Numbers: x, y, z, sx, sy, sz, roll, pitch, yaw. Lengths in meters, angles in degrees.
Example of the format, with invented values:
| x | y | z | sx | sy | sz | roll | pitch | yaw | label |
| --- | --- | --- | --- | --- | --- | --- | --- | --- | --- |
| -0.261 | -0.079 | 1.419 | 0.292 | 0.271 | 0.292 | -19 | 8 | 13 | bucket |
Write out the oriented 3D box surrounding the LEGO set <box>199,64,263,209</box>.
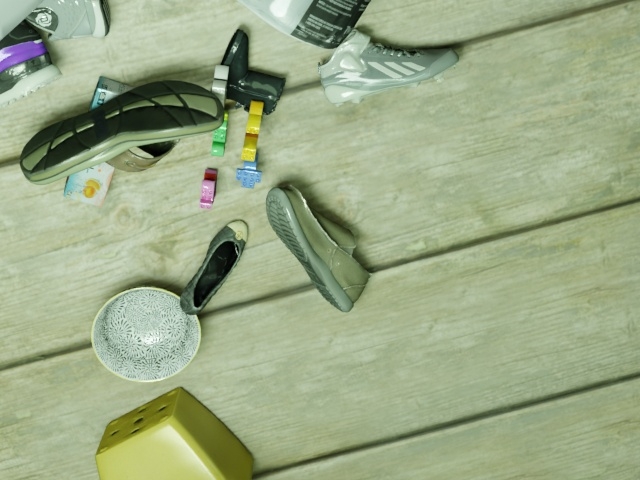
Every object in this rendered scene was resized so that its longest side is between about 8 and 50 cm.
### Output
| x | y | z | sx | sy | sz | roll | pitch | yaw | label |
| --- | --- | --- | --- | --- | --- | --- | --- | --- | --- |
| -0.127 | -0.132 | 1.922 | 0.087 | 0.093 | 0.227 | 7 | 125 | -2 | LEGO set |

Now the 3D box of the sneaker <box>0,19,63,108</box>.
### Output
| x | y | z | sx | sy | sz | roll | pitch | yaw | label |
| --- | --- | --- | --- | --- | --- | --- | --- | --- | --- |
| -0.524 | -0.236 | 1.857 | 0.293 | 0.102 | 0.146 | -23 | 104 | 8 | sneaker |

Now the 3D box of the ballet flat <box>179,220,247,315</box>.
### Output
| x | y | z | sx | sy | sz | roll | pitch | yaw | label |
| --- | --- | --- | --- | --- | --- | --- | --- | --- | --- |
| -0.157 | 0.044 | 2.019 | 0.057 | 0.049 | 0.173 | 40 | 69 | -26 | ballet flat |

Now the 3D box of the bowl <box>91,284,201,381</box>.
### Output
| x | y | z | sx | sy | sz | roll | pitch | yaw | label |
| --- | --- | --- | --- | --- | --- | --- | --- | --- | --- |
| -0.275 | 0.131 | 2.067 | 0.170 | 0.080 | 0.170 | -3 | 117 | -5 | bowl |

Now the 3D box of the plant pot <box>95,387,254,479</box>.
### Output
| x | y | z | sx | sy | sz | roll | pitch | yaw | label |
| --- | --- | --- | --- | --- | --- | --- | --- | --- | --- |
| -0.249 | 0.366 | 2.126 | 0.212 | 0.212 | 0.187 | -27 | 102 | 7 | plant pot |

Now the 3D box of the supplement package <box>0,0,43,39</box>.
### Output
| x | y | z | sx | sy | sz | roll | pitch | yaw | label |
| --- | --- | --- | --- | --- | --- | --- | --- | --- | --- |
| -0.475 | -0.407 | 1.671 | 0.198 | 0.199 | 0.262 | -39 | 90 | 12 | supplement package |

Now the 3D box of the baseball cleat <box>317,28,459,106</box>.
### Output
| x | y | z | sx | sy | sz | roll | pitch | yaw | label |
| --- | --- | --- | --- | --- | --- | --- | --- | --- | --- |
| 0.098 | -0.267 | 1.925 | 0.206 | 0.072 | 0.109 | -19 | 110 | -1 | baseball cleat |

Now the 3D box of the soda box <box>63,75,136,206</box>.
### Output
| x | y | z | sx | sy | sz | roll | pitch | yaw | label |
| --- | --- | --- | --- | --- | --- | --- | --- | --- | --- |
| -0.326 | -0.145 | 1.940 | 0.063 | 0.058 | 0.183 | 17 | 112 | -14 | soda box |

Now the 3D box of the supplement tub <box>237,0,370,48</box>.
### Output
| x | y | z | sx | sy | sz | roll | pitch | yaw | label |
| --- | --- | --- | --- | --- | --- | --- | --- | --- | --- |
| 0.025 | -0.445 | 1.754 | 0.207 | 0.207 | 0.338 | 27 | 109 | -18 | supplement tub |

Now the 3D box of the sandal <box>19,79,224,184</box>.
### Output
| x | y | z | sx | sy | sz | roll | pitch | yaw | label |
| --- | --- | --- | --- | --- | --- | --- | --- | --- | --- |
| -0.277 | -0.143 | 1.863 | 0.303 | 0.120 | 0.086 | -17 | 133 | 9 | sandal |

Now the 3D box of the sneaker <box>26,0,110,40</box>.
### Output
| x | y | z | sx | sy | sz | roll | pitch | yaw | label |
| --- | --- | --- | --- | --- | --- | --- | --- | --- | --- |
| -0.379 | -0.377 | 1.809 | 0.132 | 0.086 | 0.228 | -11 | 117 | 1 | sneaker |

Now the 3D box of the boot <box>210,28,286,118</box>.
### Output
| x | y | z | sx | sy | sz | roll | pitch | yaw | label |
| --- | --- | --- | --- | --- | --- | --- | --- | --- | --- |
| -0.099 | -0.243 | 1.927 | 0.099 | 0.045 | 0.121 | 19 | 119 | -12 | boot |

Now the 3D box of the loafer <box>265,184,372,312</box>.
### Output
| x | y | z | sx | sy | sz | roll | pitch | yaw | label |
| --- | --- | --- | --- | --- | --- | --- | --- | --- | --- |
| 0.000 | 0.000 | 2.043 | 0.087 | 0.094 | 0.251 | -42 | 126 | -14 | loafer |
